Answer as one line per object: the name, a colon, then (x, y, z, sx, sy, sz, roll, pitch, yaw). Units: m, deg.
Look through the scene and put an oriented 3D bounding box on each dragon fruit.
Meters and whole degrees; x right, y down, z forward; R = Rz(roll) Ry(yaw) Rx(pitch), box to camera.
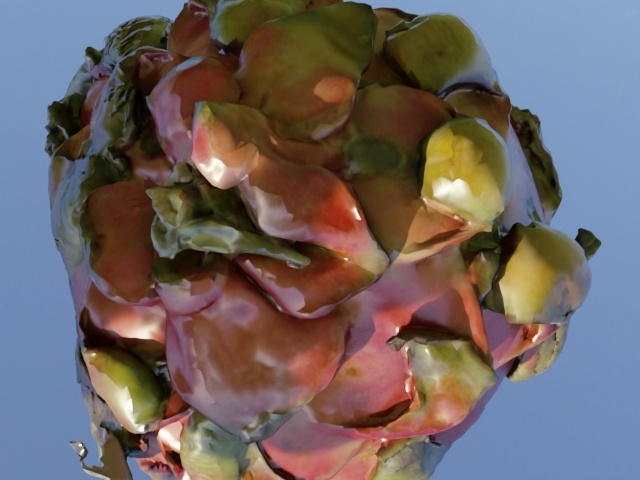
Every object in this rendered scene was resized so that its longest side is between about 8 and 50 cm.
dragon fruit: (0.000, 0.000, 0.522, 0.269, 0.291, 0.250, -14, -101, -17)
